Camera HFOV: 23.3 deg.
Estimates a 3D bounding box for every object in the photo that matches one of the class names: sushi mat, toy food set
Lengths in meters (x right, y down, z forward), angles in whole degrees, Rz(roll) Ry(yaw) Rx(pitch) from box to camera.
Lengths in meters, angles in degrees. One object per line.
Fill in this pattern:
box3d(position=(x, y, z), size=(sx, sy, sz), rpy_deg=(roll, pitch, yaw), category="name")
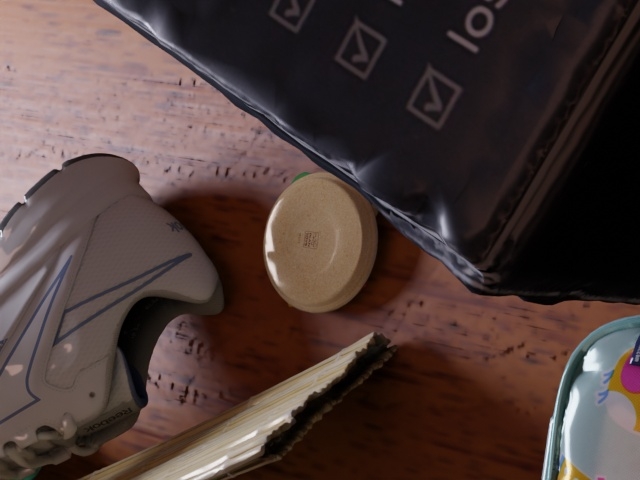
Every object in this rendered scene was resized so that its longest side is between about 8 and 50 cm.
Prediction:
box3d(position=(-0.112, 0.139, 0.871), size=(0.316, 0.151, 0.019), rpy_deg=(-27, 95, 31), category="sushi mat")
box3d(position=(0.000, 0.000, 0.879), size=(0.083, 0.020, 0.083), rpy_deg=(-12, 78, 35), category="toy food set")

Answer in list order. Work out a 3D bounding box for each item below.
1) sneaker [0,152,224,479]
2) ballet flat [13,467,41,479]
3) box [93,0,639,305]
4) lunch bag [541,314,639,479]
box3d(position=(-0.180, 0.087, 0.901), size=(0.129, 0.111, 0.297), rpy_deg=(38, 83, 20), category="sneaker")
box3d(position=(-0.269, 0.086, 1.033), size=(0.247, 0.083, 0.087), rpy_deg=(46, 116, 31), category="ballet flat")
box3d(position=(0.068, -0.297, 0.581), size=(0.472, 0.297, 0.480), rpy_deg=(37, 107, 29), category="box")
box3d(position=(0.204, 0.161, 0.653), size=(0.224, 0.108, 0.279), rpy_deg=(6, 88, 37), category="lunch bag")
